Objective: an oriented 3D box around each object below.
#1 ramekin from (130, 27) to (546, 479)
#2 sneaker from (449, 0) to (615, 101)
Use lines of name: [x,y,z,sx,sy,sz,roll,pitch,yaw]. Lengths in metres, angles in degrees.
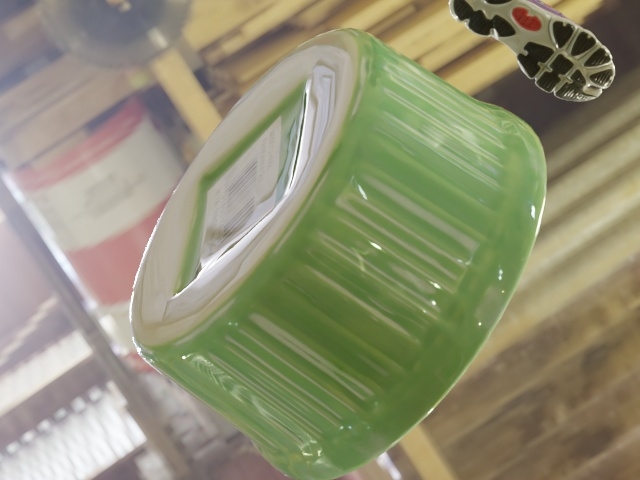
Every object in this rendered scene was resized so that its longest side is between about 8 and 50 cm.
ramekin: [0.000,0.000,1.146,0.303,0.148,0.303,-45,-156,26]
sneaker: [0.193,-0.193,1.468,0.068,0.170,0.071,-48,-171,30]
